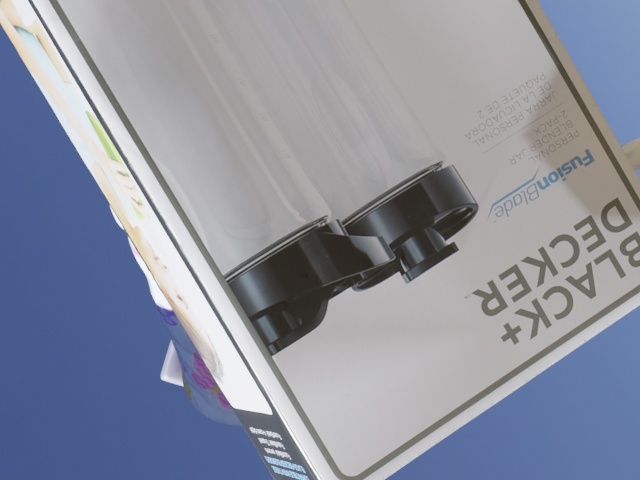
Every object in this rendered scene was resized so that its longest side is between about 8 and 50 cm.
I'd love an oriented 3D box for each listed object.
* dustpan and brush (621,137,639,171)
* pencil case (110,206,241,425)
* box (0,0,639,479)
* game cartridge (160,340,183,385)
[{"bbox_3d":[0.174,-0.018,1.226,0.211,0.147,0.060,-23,-109,-28],"label":"dustpan and brush"},{"bbox_3d":[-0.085,0.034,1.386,0.273,0.124,0.113,73,-145,-47],"label":"pencil case"},{"bbox_3d":[-0.009,-0.067,0.647,0.290,0.169,0.087,61,165,-6],"label":"box"},{"bbox_3d":[0.000,0.000,1.722,0.230,0.355,0.068,16,172,-3],"label":"game cartridge"}]
